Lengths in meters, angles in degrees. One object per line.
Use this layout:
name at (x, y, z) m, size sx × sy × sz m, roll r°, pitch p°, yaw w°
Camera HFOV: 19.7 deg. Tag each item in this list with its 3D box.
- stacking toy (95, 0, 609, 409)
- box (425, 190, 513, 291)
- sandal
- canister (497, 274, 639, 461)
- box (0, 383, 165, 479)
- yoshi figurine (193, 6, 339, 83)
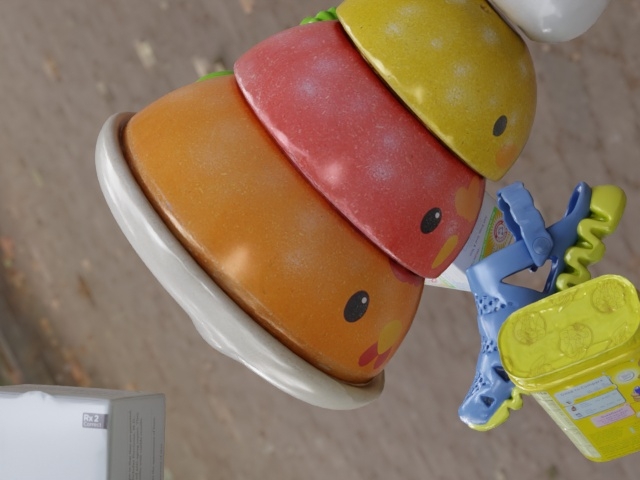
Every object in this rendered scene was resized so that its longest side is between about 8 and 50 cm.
stacking toy at (0.069, -0.117, 1.629) m, size 0.350 × 0.480 × 0.350 m, roll 43°, pitch -166°, yaw -13°
box at (0.125, -0.030, 2.183) m, size 0.114 × 0.103 × 0.203 m, roll 8°, pitch 158°, yaw 43°
sandal at (0.221, 0.061, 2.077) m, size 0.138 × 0.317 × 0.126 m, roll 25°, pitch 169°, yaw 0°
canister at (0.239, 0.112, 1.554) m, size 0.170 × 0.126 × 0.073 m, roll 48°, pitch -155°, yaw -46°
box at (-0.266, 0.244, 1.919) m, size 0.119 × 0.181 × 0.181 m, roll 4°, pitch -92°, yaw -64°
yoshi figurine at (-0.042, -0.186, 2.227) m, size 0.203 × 0.362 × 0.203 m, roll 12°, pitch 132°, yaw 28°
